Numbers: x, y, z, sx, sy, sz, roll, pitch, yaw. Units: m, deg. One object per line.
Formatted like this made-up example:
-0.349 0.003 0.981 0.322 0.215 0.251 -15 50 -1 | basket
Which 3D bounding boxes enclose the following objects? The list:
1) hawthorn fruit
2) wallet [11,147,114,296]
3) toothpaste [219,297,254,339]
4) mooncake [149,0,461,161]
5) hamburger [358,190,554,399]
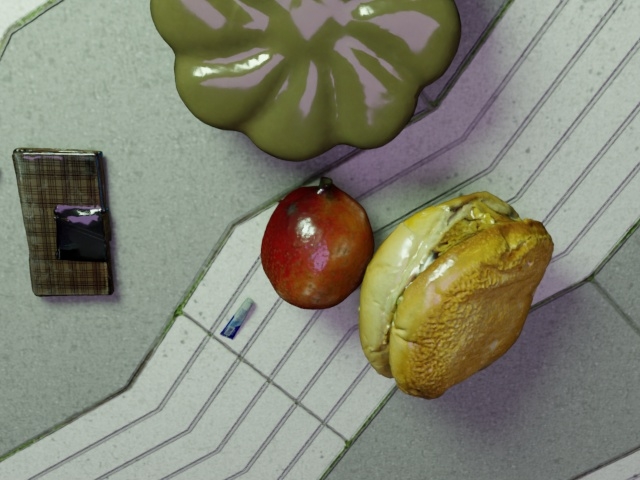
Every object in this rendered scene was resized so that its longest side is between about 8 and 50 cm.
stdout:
0.000 0.000 1.044 0.169 0.169 0.188 12 126 -10 | hawthorn fruit
-0.368 -0.022 1.073 0.124 0.042 0.230 1 114 -3 | wallet
-0.132 0.125 1.180 0.024 0.015 0.083 25 116 -17 | toothpaste
-0.016 -0.277 0.895 0.378 0.201 0.378 -2 115 -3 | mooncake
0.191 0.083 1.066 0.290 0.170 0.314 -12 128 -33 | hamburger
